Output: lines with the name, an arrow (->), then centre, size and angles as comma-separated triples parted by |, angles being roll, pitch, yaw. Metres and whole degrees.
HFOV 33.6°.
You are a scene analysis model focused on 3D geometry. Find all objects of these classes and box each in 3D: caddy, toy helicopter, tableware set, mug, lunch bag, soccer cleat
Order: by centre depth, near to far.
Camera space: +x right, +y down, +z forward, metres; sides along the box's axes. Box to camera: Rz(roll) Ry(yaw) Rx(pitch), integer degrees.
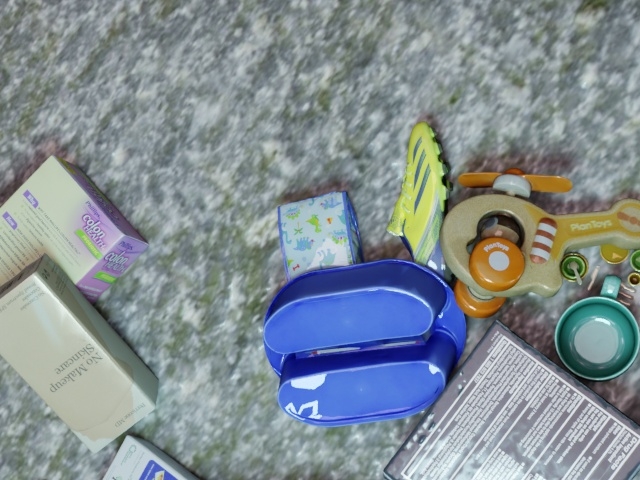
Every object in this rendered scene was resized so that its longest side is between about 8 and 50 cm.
mug -> 0.446, 0.149, 1.672 | 0.157, 0.097, 0.129 | -42, 73, 3
toy helicopter -> 0.362, -0.024, 1.696 | 0.355, 0.140, 0.235 | -8, 65, -9
caddy -> 0.065, 0.163, 1.727 | 0.341, 0.179, 0.241 | -9, 103, 12
tableware set -> 0.457, 0.034, 1.728 | 0.154, 0.024, 0.104 | 26, 87, 17
soccer cleat -> 0.164, -0.060, 1.784 | 0.121, 0.093, 0.289 | -8, 79, 15
lunch bag -> 0.000, 0.000, 1.813 | 0.128, 0.096, 0.151 | -13, 87, 12

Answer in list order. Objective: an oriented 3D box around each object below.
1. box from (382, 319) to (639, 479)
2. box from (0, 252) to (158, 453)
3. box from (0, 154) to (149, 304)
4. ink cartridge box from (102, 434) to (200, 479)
box -> 0.307, 0.331, 1.629 | 0.294, 0.183, 0.296 | 37, 91, 16
box -> -0.426, 0.192, 1.800 | 0.148, 0.121, 0.311 | -38, 106, 4
box -> -0.479, 0.011, 1.922 | 0.243, 0.117, 0.213 | -46, 73, 4
ink cartridge box -> -0.240, 0.476, 1.759 | 0.332, 0.065, 0.165 | 29, 87, 36
